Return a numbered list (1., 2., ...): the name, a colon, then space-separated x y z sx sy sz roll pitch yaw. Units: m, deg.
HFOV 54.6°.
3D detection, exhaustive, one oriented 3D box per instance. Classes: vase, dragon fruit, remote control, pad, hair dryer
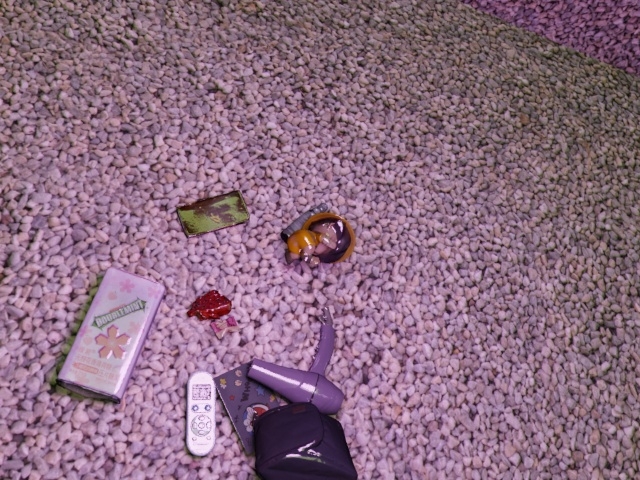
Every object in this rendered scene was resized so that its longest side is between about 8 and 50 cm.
1. vase: -0.050 -0.065 2.173 0.060 0.060 0.211 46 61 6
2. dragon fruit: -0.350 0.224 1.960 0.131 0.063 0.097 -31 46 -27
3. remote control: -0.351 0.507 1.823 0.087 0.047 0.245 2 66 -13
4. pad: -0.206 0.496 1.873 0.170 0.006 0.246 -18 75 -37
5. hair dryer: -0.043 0.356 1.973 0.301 0.121 0.361 24 51 -3

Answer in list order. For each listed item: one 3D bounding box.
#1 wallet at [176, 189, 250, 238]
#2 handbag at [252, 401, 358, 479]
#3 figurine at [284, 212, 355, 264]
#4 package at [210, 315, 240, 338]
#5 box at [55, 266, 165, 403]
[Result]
1. wallet: -0.361 -0.088 2.102 0.232 0.031 0.122 -17 77 -21
2. handbag: -0.048 0.565 1.732 0.275 0.302 0.178 31 98 -12
3. figurine: -0.002 -0.005 2.069 0.256 0.192 0.167 -4 68 -55
4. package: -0.298 0.273 1.957 0.083 0.029 0.059 -16 64 -34
5. box: -0.607 0.277 1.811 0.190 0.112 0.370 19 62 -8
